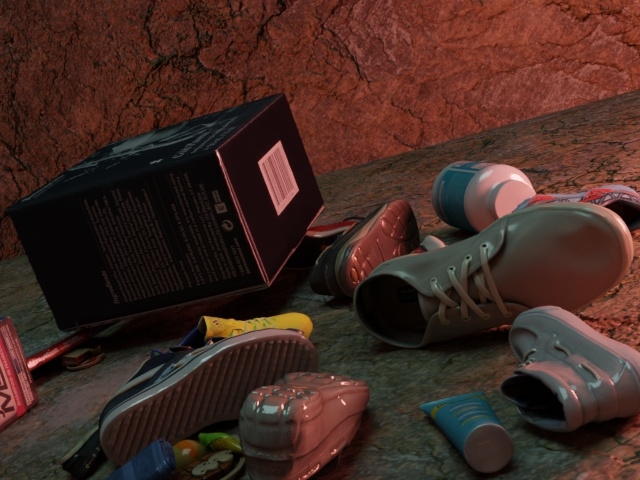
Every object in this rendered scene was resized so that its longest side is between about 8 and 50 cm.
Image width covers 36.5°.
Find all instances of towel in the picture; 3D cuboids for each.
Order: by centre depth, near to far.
[{"bbox_3d":[-0.227,0.295,1.172,0.119,0.029,0.067,-37,27,0],"label":"towel"}]

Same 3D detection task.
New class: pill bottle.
[{"bbox_3d":[0.335,-0.084,1.959,0.146,0.146,0.264,-19,12,-12],"label":"pill bottle"}]

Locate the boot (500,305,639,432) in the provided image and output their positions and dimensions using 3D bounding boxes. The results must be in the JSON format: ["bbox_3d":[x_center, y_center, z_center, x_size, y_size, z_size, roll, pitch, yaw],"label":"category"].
[{"bbox_3d":[0.256,0.144,1.113,0.123,0.095,0.258,-13,11,-17],"label":"boot"}]

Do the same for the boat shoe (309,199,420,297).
[{"bbox_3d":[0.085,0.011,1.913,0.130,0.132,0.355,-10,12,31],"label":"boat shoe"}]

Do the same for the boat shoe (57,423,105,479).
[{"bbox_3d":[-0.329,0.297,1.383,0.049,0.042,0.133,-40,5,16],"label":"boat shoe"}]

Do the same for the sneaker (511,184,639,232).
[{"bbox_3d":[0.444,-0.034,1.681,0.261,0.104,0.125,-17,13,1],"label":"sneaker"}]

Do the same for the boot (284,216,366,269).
[{"bbox_3d":[0.000,0.000,2.215,0.244,0.088,0.176,-8,11,9],"label":"boot"}]

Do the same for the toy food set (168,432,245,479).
[{"bbox_3d":[-0.157,0.281,1.209,0.192,0.039,0.132,-25,14,-36],"label":"toy food set"}]

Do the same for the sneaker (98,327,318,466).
[{"bbox_3d":[-0.166,0.201,1.381,0.321,0.126,0.127,-21,18,-13],"label":"sneaker"}]

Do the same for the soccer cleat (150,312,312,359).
[{"bbox_3d":[-0.134,0.163,1.527,0.289,0.121,0.093,-24,13,-31],"label":"soccer cleat"}]

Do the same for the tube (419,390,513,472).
[{"bbox_3d":[0.168,0.206,1.098,0.080,0.052,0.207,-8,5,-3],"label":"tube"}]

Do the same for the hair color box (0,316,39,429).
[{"bbox_3d":[-0.626,0.270,1.597,0.105,0.174,0.347,-11,13,23],"label":"hair color box"}]

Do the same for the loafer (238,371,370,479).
[{"bbox_3d":[-0.016,0.219,1.136,0.112,0.111,0.319,5,1,20],"label":"loafer"}]

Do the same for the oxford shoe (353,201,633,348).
[{"bbox_3d":[0.227,0.064,1.383,0.449,0.169,0.130,-17,6,38],"label":"oxford shoe"}]

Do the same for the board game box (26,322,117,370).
[{"bbox_3d":[-0.542,0.224,1.978,0.145,0.027,0.281,-28,2,41],"label":"board game box"}]

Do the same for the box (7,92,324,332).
[{"bbox_3d":[-0.299,-0.070,2.050,0.471,0.297,0.480,-15,17,19],"label":"box"}]

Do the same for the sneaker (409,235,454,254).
[{"bbox_3d":[0.196,0.074,1.611,0.118,0.107,0.279,-37,11,-6],"label":"sneaker"}]

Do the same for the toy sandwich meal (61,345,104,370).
[{"bbox_3d":[-0.470,0.230,1.920,0.085,0.029,0.085,-16,11,3],"label":"toy sandwich meal"}]
